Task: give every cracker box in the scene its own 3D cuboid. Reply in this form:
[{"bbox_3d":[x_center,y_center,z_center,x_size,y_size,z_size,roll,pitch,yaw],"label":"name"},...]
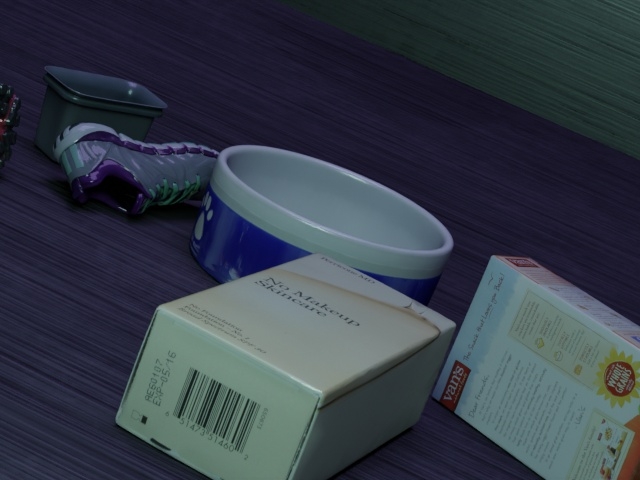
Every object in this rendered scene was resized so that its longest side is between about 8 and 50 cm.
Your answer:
[{"bbox_3d":[0.228,0.134,1.684,0.067,0.156,0.232,3,25,-49],"label":"cracker box"}]

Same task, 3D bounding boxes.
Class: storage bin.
[{"bbox_3d":[-0.258,-0.135,2.044,0.135,0.091,0.098,8,21,-41],"label":"storage bin"}]

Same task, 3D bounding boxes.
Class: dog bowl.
[{"bbox_3d":[0.000,0.000,1.916,0.265,0.104,0.265,20,16,-6],"label":"dog bowl"}]

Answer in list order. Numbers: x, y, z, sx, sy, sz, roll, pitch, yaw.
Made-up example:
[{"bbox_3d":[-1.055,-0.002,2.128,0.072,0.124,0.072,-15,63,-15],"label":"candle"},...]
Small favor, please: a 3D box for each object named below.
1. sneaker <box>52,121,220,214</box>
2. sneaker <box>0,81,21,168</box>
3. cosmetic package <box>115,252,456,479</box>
[{"bbox_3d":[-0.182,-0.055,1.959,0.223,0.083,0.098,10,45,-33],"label":"sneaker"},{"bbox_3d":[-0.413,-0.119,1.774,0.112,0.121,0.299,10,-1,20],"label":"sneaker"},{"bbox_3d":[-0.020,0.109,1.531,0.160,0.113,0.309,26,18,17],"label":"cosmetic package"}]
